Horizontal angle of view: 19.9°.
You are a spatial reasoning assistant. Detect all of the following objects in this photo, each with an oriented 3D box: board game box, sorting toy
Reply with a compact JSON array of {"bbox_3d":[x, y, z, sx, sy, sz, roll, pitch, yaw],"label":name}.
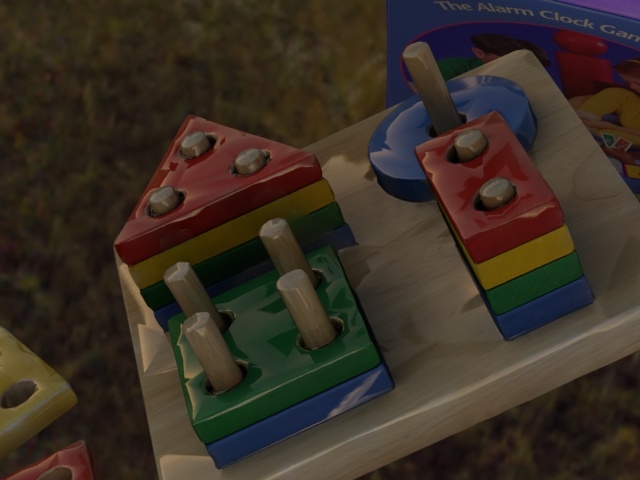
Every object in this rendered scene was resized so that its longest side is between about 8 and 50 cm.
[{"bbox_3d":[0.209,-0.089,0.950,0.347,0.078,0.233,15,-16,6],"label":"board game box"},{"bbox_3d":[0.000,0.000,0.465,0.274,0.046,0.132,-25,32,3],"label":"sorting toy"}]
